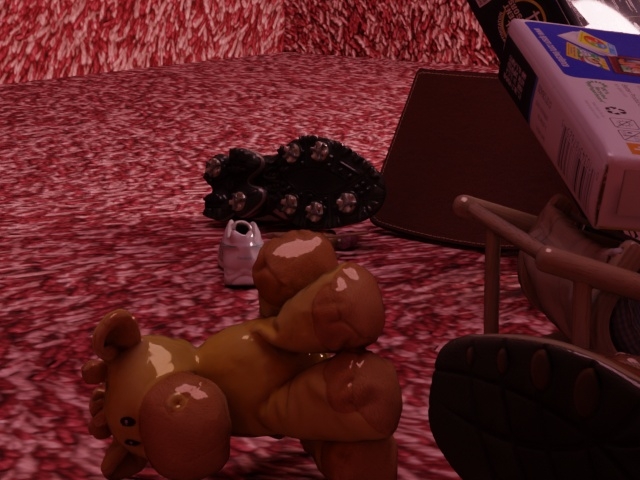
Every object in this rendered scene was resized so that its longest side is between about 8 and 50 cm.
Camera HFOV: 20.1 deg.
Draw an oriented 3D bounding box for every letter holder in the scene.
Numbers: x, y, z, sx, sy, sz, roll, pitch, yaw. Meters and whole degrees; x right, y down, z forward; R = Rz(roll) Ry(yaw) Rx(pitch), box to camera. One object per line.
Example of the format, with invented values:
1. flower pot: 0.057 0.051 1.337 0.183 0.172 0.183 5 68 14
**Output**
1. letter holder: 0.232 -0.064 2.077 0.302 0.214 0.152 8 -18 43

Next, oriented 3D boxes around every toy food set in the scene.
1. toy food set: 0.000 0.000 2.012 0.078 0.019 0.122 -5 5 -29

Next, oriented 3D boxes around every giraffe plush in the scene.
1. giraffe plush: -0.064 0.095 1.185 0.171 0.181 0.210 -13 7 -22

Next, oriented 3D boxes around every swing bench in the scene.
1. swing bench: 0.246 0.061 1.325 0.255 0.165 0.253 -1 11 -10

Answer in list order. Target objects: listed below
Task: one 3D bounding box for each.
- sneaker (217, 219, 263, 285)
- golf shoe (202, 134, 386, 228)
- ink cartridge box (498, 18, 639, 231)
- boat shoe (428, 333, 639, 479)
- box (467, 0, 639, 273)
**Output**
1. sneaker: -0.079 0.006 1.868 0.054 0.061 0.152 -3 10 -6
2. golf shoe: -0.014 -0.064 2.095 0.273 0.105 0.120 5 -3 44
3. ink cartridge box: 0.318 -0.083 1.378 0.307 0.072 0.303 7 23 -11
4. boat shoe: 0.222 0.134 1.110 0.324 0.122 0.120 17 13 32
5. box: 0.299 -0.170 1.810 0.097 0.394 0.318 -32 -8 32
